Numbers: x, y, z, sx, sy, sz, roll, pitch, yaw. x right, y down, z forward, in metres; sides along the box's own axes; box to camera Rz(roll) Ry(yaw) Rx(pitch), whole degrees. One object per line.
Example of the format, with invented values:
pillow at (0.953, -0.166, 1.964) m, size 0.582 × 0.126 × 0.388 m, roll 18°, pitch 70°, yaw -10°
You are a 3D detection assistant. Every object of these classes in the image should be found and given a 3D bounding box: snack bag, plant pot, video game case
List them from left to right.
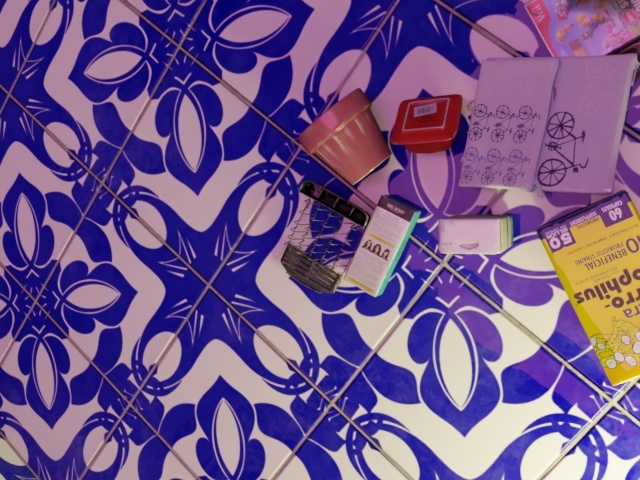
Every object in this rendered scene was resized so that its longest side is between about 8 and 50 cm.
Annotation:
plant pot at (0.074, -0.247, 1.617) m, size 0.201 × 0.201 × 0.180 m, roll -37°, pitch 94°, yaw 22°
snack bag at (0.490, -0.255, 1.417) m, size 0.342 × 0.037 × 0.323 m, roll 10°, pitch 83°, yaw 34°
video game case at (0.627, -0.518, 1.432) m, size 0.285 × 0.025 × 0.204 m, roll -29°, pitch 81°, yaw 23°

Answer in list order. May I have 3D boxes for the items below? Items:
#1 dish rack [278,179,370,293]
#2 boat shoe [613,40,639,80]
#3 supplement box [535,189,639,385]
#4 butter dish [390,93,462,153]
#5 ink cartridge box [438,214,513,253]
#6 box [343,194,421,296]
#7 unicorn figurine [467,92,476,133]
dish rack at (0.000, 0.000, 1.720) m, size 0.208 × 0.074 × 0.272 m, roll 31°, pitch 105°, yaw 20°
boat shoe at (0.633, -0.352, 1.417) m, size 0.207 × 0.073 × 0.073 m, roll -46°, pitch 72°, yaw 18°
supplement box at (0.633, 0.092, 1.379) m, size 0.194 × 0.195 × 0.357 m, roll -27°, pitch 83°, yaw 23°
butter dish at (0.267, -0.263, 1.566) m, size 0.160 × 0.118 × 0.160 m, roll -2°, pitch 53°, yaw 26°
ink cartridge box at (0.361, -0.017, 1.494) m, size 0.139 × 0.190 × 0.082 m, roll 1°, pitch 94°, yaw 23°
box at (0.157, 0.013, 1.658) m, size 0.100 × 0.060 × 0.244 m, roll 29°, pitch 104°, yaw 19°
unicorn figurine at (0.405, -0.276, 1.529) m, size 0.111 × 0.060 × 0.162 m, roll -3°, pitch 95°, yaw 28°
